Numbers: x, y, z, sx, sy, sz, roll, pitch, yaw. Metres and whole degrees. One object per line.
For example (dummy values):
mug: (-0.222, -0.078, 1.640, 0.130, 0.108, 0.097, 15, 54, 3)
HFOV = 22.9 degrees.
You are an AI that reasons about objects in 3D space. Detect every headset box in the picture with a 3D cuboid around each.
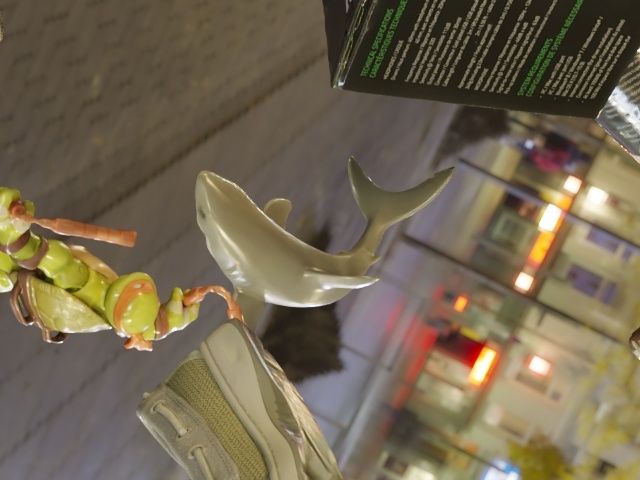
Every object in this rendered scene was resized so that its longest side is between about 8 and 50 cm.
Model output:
headset box: (0.085, -0.241, 0.685, 0.246, 0.131, 0.283, 114, -23, -52)

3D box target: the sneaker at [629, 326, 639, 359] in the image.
sneaker: (0.230, 0.005, 0.898, 0.071, 0.066, 0.188, -27, -170, 44)

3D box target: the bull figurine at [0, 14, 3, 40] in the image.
bull figurine: (-0.319, -0.134, 0.863, 0.188, 0.310, 0.101, -19, 113, -37)

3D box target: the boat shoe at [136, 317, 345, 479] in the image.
boat shoe: (-0.038, 0.164, 0.937, 0.103, 0.118, 0.320, -34, -146, 3)

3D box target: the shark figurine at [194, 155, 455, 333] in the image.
shark figurine: (0.016, 0.015, 1.330, 0.278, 0.116, 0.166, -9, 96, -51)

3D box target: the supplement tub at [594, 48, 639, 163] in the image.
supplement tub: (0.314, -0.186, 1.419, 0.207, 0.338, 0.207, -43, -163, 16)

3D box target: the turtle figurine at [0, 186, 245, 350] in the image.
turtle figurine: (-0.178, 0.029, 1.113, 0.269, 0.217, 0.087, 34, 78, -54)
